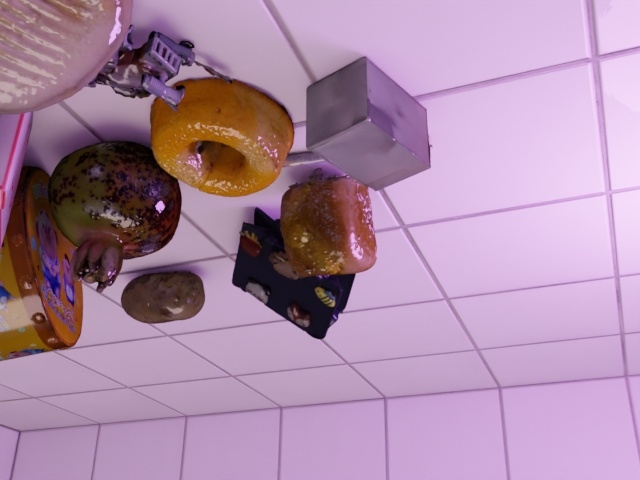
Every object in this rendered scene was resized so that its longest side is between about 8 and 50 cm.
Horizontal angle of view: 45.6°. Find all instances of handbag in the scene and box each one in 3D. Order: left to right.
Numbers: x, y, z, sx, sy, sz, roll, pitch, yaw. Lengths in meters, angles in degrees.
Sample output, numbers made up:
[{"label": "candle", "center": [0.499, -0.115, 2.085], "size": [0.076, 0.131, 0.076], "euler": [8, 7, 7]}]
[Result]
[{"label": "handbag", "center": [-0.073, 0.089, 1.946], "size": [0.303, 0.122, 0.329], "euler": [32, 151, 10]}]

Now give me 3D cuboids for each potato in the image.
[{"label": "potato", "center": [-0.453, 0.165, 2.210], "size": [0.262, 0.165, 0.165], "euler": [-6, 153, 25]}]

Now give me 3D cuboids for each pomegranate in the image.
[{"label": "pomegranate", "center": [-0.433, -0.041, 1.596], "size": [0.285, 0.340, 0.285], "euler": [3, 145, 2]}]

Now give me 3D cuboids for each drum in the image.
[{"label": "drum", "center": [-0.684, 0.058, 1.686], "size": [0.214, 0.431, 0.431], "euler": [-11, 153, -6]}]

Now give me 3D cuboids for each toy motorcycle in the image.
[{"label": "toy motorcycle", "center": [-0.326, -0.315, 1.299], "size": [0.401, 0.134, 0.207], "euler": [26, 150, -37]}]

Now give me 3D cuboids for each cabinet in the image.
[{"label": "cabinet", "center": [0.092, -0.216, 1.459], "size": [0.150, 0.145, 0.206], "euler": [-22, 145, 35]}]

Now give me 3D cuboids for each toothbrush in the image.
[{"label": "toothbrush", "center": [0.052, -0.186, 1.641], "size": [0.375, 0.028, 0.037], "euler": [-6, 126, 13]}]

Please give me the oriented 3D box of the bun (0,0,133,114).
[{"label": "bun", "center": [-0.447, -0.362, 1.053], "size": [0.365, 0.219, 0.365], "euler": [-6, 118, -11]}]

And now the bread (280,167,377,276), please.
[{"label": "bread", "center": [0.006, -0.042, 1.691], "size": [0.196, 0.246, 0.176], "euler": [-9, 176, 33]}]

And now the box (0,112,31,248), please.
[{"label": "box", "center": [-0.695, -0.185, 1.363], "size": [0.314, 0.312, 0.300], "euler": [12, 152, -18]}]

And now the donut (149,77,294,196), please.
[{"label": "donut", "center": [-0.201, -0.193, 1.542], "size": [0.303, 0.110, 0.303], "euler": [2, 149, 1]}]
